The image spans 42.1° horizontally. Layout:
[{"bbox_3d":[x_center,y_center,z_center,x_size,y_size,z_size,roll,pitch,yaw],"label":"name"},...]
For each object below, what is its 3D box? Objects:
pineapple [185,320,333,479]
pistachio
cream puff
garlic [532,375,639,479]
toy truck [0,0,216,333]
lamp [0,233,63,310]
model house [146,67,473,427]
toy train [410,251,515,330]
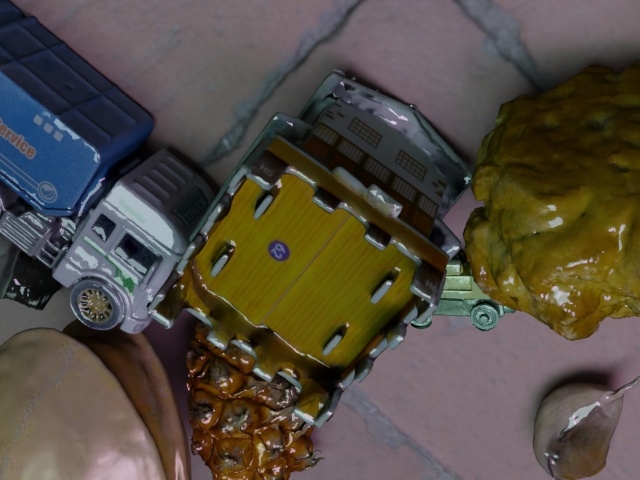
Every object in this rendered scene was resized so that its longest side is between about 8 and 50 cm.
[{"bbox_3d":[-0.053,0.205,0.922,0.164,0.140,0.250,-2,115,19],"label":"pineapple"},{"bbox_3d":[-0.242,0.237,0.859,0.238,0.229,0.321,-7,94,26],"label":"pistachio"},{"bbox_3d":[0.229,-0.029,0.639,0.244,0.244,0.196,24,136,5],"label":"cream puff"},{"bbox_3d":[0.259,0.183,0.846,0.084,0.066,0.152,-5,124,-9],"label":"garlic"},{"bbox_3d":[-0.274,-0.079,0.829,0.367,0.146,0.175,40,119,-5],"label":"toy truck"},{"bbox_3d":[-0.460,0.010,0.923,0.314,0.182,0.182,38,124,-6],"label":"lamp"},{"bbox_3d":[0.000,0.000,0.733,0.198,0.215,0.224,34,124,-5],"label":"model house"},{"bbox_3d":[0.130,0.045,0.815,0.122,0.050,0.081,2,115,19],"label":"toy train"}]
